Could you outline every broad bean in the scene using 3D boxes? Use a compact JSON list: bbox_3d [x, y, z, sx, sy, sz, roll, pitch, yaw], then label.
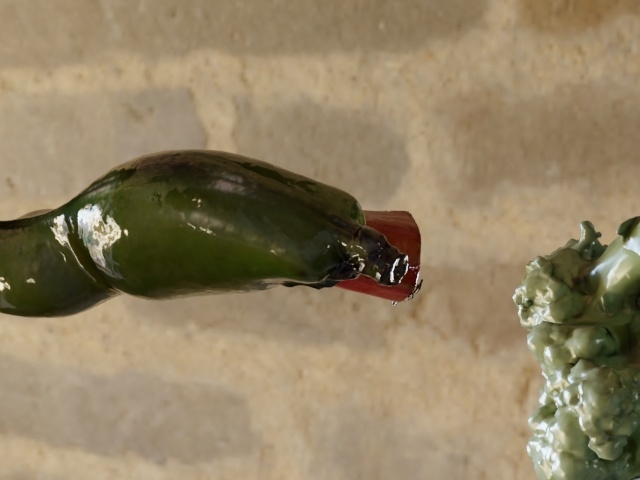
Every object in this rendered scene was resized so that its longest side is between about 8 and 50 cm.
[{"bbox_3d":[-0.067,-0.003,0.537,0.214,0.048,0.070,2,-47,23],"label":"broad bean"}]

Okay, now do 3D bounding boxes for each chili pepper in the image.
[{"bbox_3d":[0.001,-0.004,1.262,0.169,0.088,0.065,15,-42,-21],"label":"chili pepper"}]

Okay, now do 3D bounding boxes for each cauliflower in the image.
[{"bbox_3d":[0.251,0.087,1.074,0.327,0.260,0.281,43,-10,46],"label":"cauliflower"}]

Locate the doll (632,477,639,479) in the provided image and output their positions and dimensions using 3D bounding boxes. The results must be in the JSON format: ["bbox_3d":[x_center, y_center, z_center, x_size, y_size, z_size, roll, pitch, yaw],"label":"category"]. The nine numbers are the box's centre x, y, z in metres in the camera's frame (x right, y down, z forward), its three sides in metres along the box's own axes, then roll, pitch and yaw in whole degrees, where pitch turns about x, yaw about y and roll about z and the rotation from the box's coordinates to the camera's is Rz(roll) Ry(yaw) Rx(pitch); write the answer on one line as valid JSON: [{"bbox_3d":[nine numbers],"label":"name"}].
[{"bbox_3d":[0.218,0.291,0.727,0.187,0.376,0.365,-31,-11,-36],"label":"doll"}]
